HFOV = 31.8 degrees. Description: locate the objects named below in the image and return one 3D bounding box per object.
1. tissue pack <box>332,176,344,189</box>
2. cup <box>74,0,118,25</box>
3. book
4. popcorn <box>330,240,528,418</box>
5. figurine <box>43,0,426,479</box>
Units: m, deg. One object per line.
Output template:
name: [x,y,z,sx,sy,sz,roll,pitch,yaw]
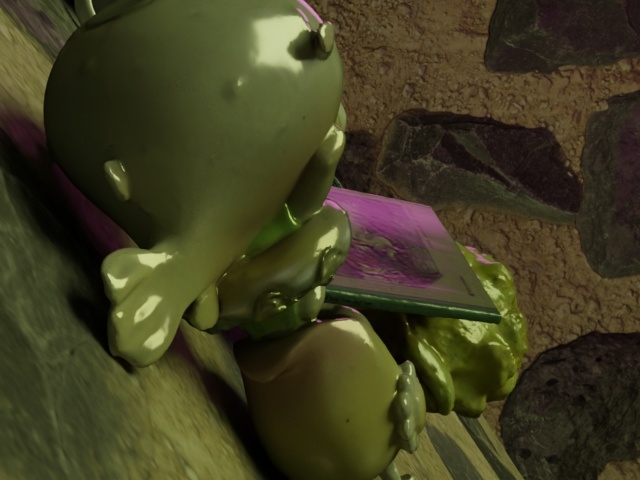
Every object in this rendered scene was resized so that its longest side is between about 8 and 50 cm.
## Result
tissue pack: [-0.040,-0.081,1.649,0.228,0.103,0.316,57,6,12]
cup: [-0.200,-0.275,1.259,0.142,0.134,0.173,54,4,-33]
book: [0.000,0.000,0.994,0.283,0.025,0.215,9,26,-19]
popcorn: [0.083,0.075,1.128,0.256,0.195,0.255,23,34,1]
figurine: [-0.052,0.028,0.752,0.394,0.227,0.274,65,33,-19]
